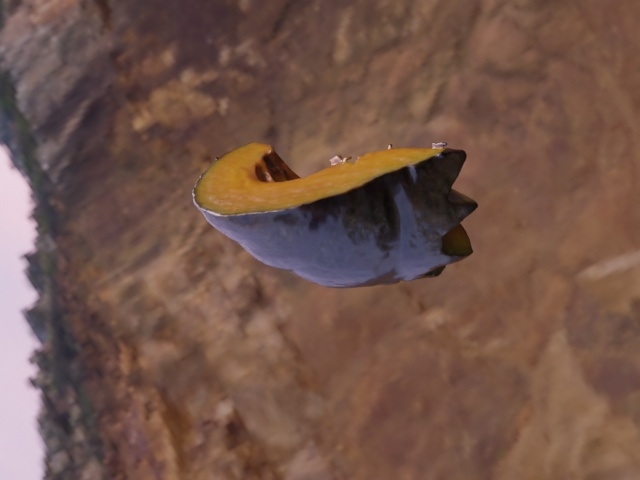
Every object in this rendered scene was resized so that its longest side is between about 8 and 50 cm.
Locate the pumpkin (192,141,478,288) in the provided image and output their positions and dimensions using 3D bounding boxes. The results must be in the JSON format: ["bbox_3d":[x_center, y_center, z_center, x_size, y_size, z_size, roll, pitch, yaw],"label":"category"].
[{"bbox_3d":[0.000,0.000,1.227,0.149,0.254,0.130,-37,-61,-36],"label":"pumpkin"}]
